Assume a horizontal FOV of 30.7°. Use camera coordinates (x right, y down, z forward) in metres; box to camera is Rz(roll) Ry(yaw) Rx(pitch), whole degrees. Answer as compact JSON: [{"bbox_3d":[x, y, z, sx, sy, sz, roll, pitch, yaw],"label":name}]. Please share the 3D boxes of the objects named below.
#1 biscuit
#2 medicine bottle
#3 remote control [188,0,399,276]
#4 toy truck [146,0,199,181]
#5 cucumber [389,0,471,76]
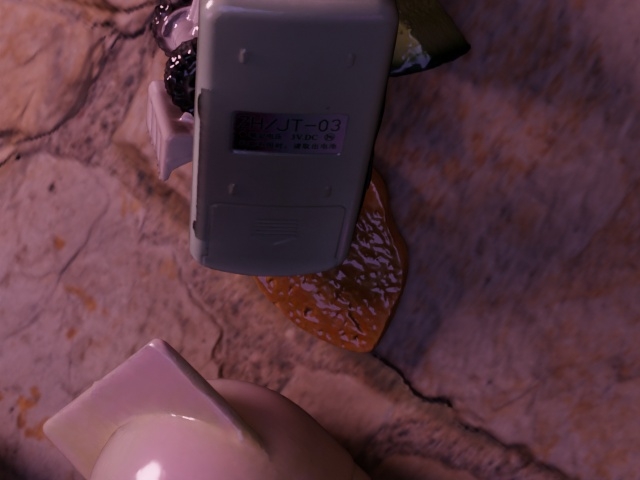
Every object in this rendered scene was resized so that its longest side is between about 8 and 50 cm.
[{"bbox_3d":[0.000,0.000,1.013,0.142,0.029,0.220,-17,105,19],"label":"biscuit"},{"bbox_3d":[-0.057,0.270,1.017,0.236,0.235,0.406,-40,97,24],"label":"medicine bottle"},{"bbox_3d":[-0.026,-0.075,0.874,0.140,0.056,0.296,2,141,-6],"label":"remote control"},{"bbox_3d":[-0.066,-0.184,0.910,0.111,0.136,0.285,8,121,-21],"label":"toy truck"},{"bbox_3d":[0.052,-0.174,0.894,0.062,0.115,0.116,-34,91,24],"label":"cucumber"}]
